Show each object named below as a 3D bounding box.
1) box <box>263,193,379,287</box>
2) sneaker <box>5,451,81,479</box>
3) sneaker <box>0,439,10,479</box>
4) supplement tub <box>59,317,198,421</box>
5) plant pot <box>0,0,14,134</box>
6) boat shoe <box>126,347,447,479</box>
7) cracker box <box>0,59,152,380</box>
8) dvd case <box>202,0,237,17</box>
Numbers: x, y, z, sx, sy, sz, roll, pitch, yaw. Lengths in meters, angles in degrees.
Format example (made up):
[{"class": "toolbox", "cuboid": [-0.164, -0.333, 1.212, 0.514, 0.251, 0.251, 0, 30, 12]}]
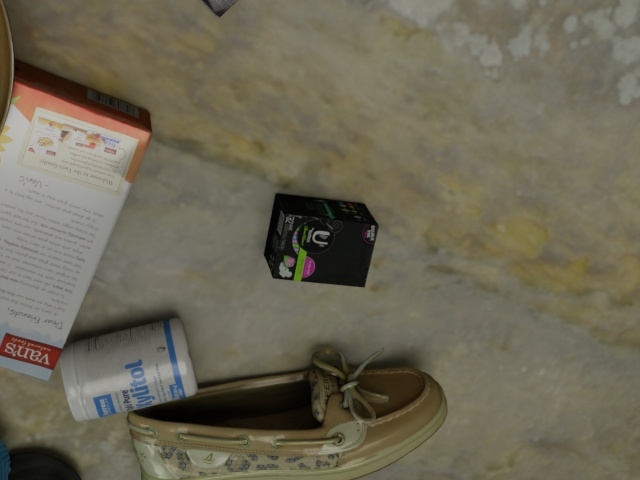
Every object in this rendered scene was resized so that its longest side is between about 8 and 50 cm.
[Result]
[{"class": "box", "cuboid": [0.000, 0.000, 0.916, 0.083, 0.052, 0.062, 7, 112, -16]}, {"class": "sneaker", "cuboid": [-0.324, 0.316, 0.935, 0.109, 0.130, 0.286, 37, 102, -25]}, {"class": "sneaker", "cuboid": [-0.354, 0.151, 0.858, 0.092, 0.087, 0.229, -9, 134, 24]}, {"class": "supplement tub", "cuboid": [-0.164, 0.111, 0.916, 0.107, 0.071, 0.071, -14, 115, -7]}, {"class": "plant pot", "cuboid": [-0.321, -0.133, 0.757, 0.236, 0.032, 0.236, 2, 101, 11]}, {"class": "boat shoe", "cuboid": [-0.027, 0.159, 0.948, 0.285, 0.104, 0.089, -15, 117, -6]}, {"class": "cracker box", "cuboid": [-0.248, -0.020, 0.844, 0.155, 0.067, 0.232, 21, 106, -18]}, {"class": "dvd case", "cuboid": [-0.054, -0.303, 0.795, 0.221, 0.018, 0.164, -42, 113, 8]}]
